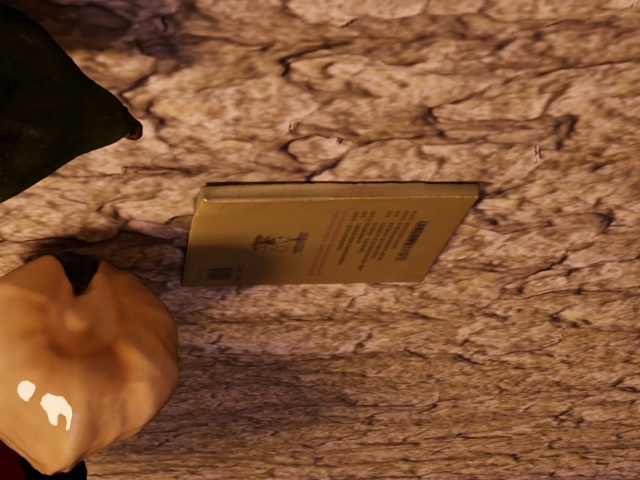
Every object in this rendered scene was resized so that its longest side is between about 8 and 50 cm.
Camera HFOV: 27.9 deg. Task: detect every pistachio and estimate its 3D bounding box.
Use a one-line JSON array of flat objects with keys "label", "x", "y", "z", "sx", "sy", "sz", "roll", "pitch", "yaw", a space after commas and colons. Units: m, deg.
[{"label": "pistachio", "x": -0.184, "y": 0.091, "z": 0.929, "sx": 0.157, "sy": 0.157, "sz": 0.229, "roll": 3, "pitch": 168, "yaw": -20}]

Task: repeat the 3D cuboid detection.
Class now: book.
[{"label": "book", "x": 0.000, "y": 0.000, "z": 0.923, "sx": 0.192, "sy": 0.013, "sz": 0.168, "roll": -1, "pitch": 157, "yaw": -11}]

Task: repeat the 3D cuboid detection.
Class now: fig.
[{"label": "fig", "x": -0.159, "y": -0.069, "z": 0.618, "sx": 0.177, "sy": 0.117, "sz": 0.117, "roll": -9, "pitch": 164, "yaw": -37}]

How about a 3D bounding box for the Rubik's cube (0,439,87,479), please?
[{"label": "Rubik's cube", "x": -0.357, "y": 0.275, "z": 1.059, "sx": 0.288, "sy": 0.293, "sz": 0.283, "roll": -25, "pitch": 159, "yaw": 15}]
